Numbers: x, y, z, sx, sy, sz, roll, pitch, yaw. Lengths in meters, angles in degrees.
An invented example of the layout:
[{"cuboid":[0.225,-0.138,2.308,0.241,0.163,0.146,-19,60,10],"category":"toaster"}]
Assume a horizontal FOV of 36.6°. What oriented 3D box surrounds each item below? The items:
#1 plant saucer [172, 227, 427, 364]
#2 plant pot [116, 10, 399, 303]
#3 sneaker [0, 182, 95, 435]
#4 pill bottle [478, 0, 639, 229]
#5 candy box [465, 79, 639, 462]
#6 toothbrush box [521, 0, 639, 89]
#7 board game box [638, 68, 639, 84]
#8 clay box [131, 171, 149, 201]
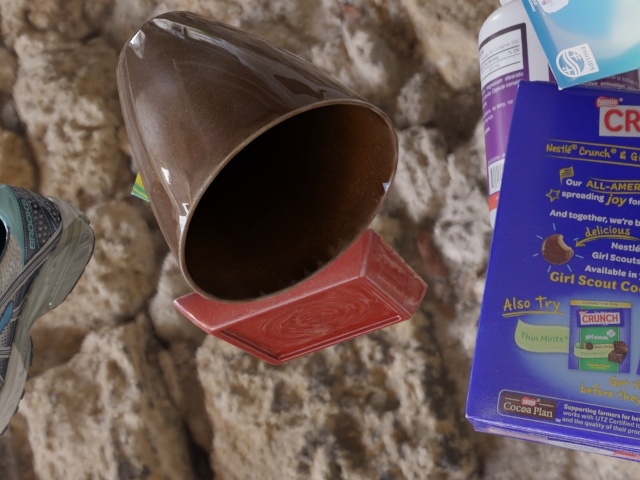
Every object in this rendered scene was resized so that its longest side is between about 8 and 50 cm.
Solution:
[{"cuboid":[-0.011,0.086,1.209,0.258,0.259,0.048,41,-149,-62],"category":"plant saucer"},{"cuboid":[-0.085,-0.099,0.864,0.230,0.215,0.215,49,178,32],"category":"plant pot"},{"cuboid":[-0.331,0.074,0.900,0.122,0.110,0.283,36,-107,-53],"category":"sneaker"},{"cuboid":[0.281,-0.164,1.132,0.181,0.181,0.323,27,-120,-74],"category":"pill bottle"},{"cuboid":[0.287,0.032,0.863,0.122,0.268,0.317,55,-135,-70],"category":"candy box"},{"cuboid":[0.293,-0.230,0.611,0.216,0.295,0.126,-49,-64,-41],"category":"toothbrush box"},{"cuboid":[0.382,-0.139,1.379,0.145,0.281,0.027,20,-155,-21],"category":"board game box"},{"cuboid":[-0.121,-0.042,1.275,0.053,0.222,0.127,-68,-17,10],"category":"clay box"}]
